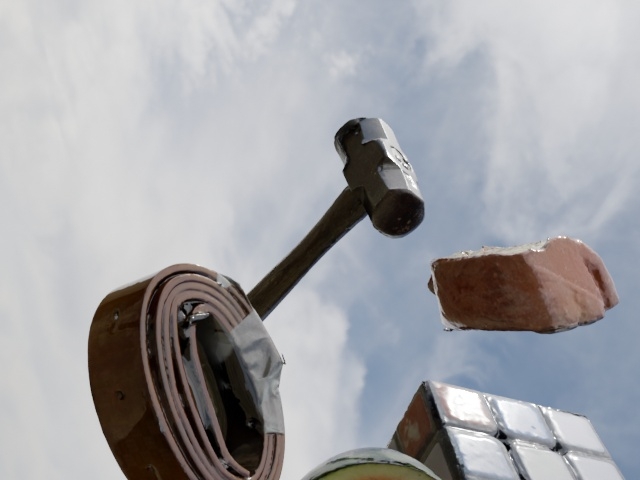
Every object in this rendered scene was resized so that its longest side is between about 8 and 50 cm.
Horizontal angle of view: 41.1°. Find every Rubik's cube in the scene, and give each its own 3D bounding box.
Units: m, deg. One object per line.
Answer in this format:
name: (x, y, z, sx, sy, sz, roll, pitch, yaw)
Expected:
Rubik's cube: (0.282, 0.484, 1.365, 0.362, 0.363, 0.359, -102, -149, -61)

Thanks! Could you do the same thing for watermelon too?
watermelon: (0.039, 0.329, 1.071, 0.119, 0.245, 0.063, 62, 8, 4)

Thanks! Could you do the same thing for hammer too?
hammer: (0.000, 0.000, 1.435, 0.409, 0.095, 0.242, -48, -145, 19)

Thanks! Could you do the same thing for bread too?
bread: (0.255, 0.066, 1.177, 0.244, 0.190, 0.123, -12, -91, 46)

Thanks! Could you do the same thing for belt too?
belt: (-0.129, 0.156, 0.881, 0.105, 0.184, 0.261, -19, -91, 37)
